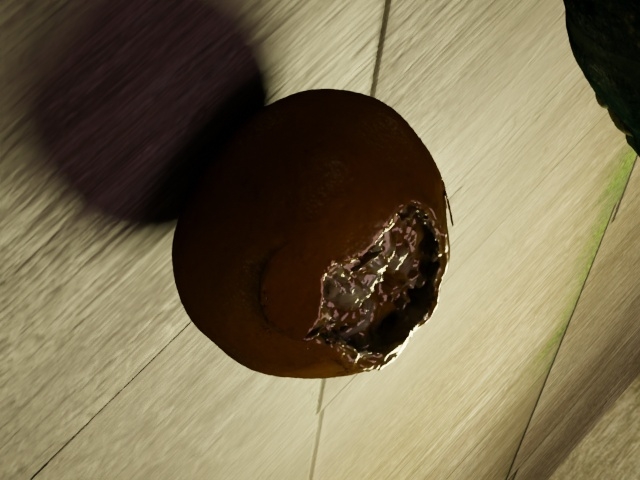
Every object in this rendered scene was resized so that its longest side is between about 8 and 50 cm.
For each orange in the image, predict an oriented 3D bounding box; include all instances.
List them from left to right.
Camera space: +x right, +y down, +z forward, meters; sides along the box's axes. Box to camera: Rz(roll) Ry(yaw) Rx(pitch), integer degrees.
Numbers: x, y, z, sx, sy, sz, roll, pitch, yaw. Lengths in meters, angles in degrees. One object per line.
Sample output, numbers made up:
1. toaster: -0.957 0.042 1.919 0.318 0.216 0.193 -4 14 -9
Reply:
1. orange: 0.000 0.000 1.024 0.155 0.134 0.155 -54 170 -13

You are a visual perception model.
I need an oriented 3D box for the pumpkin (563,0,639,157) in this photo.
1. pumpkin: 0.283 -0.191 1.221 0.293 0.263 0.197 -40 132 -8
